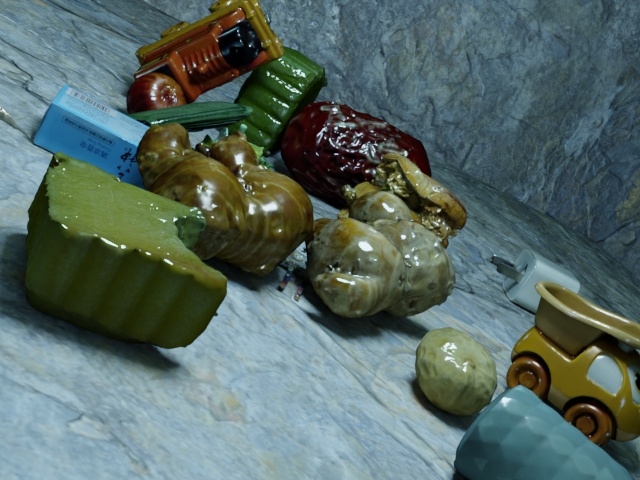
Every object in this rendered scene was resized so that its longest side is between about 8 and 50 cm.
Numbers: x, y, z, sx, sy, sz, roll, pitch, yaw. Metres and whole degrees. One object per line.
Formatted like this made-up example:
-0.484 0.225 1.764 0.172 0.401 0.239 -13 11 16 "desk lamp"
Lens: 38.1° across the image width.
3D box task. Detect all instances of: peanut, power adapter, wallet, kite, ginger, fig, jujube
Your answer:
0.208 0.200 1.421 0.140 0.109 0.159 30 13 0 "peanut"
0.519 0.097 2.314 0.205 0.125 0.130 27 16 -9 "power adapter"
-0.269 -0.232 1.787 0.236 0.055 0.160 -17 14 -39 "wallet"
-0.050 0.047 1.603 0.141 0.015 0.245 30 15 0 "kite"
-0.148 -0.063 1.476 0.357 0.152 0.274 10 30 -45 "ginger"
-0.352 -0.284 1.906 0.150 0.128 0.128 6 11 12 "fig"
0.088 0.040 1.594 0.256 0.176 0.375 45 28 12 "ginger"
0.093 -0.193 2.215 0.376 0.258 0.258 28 15 -27 "jujube"

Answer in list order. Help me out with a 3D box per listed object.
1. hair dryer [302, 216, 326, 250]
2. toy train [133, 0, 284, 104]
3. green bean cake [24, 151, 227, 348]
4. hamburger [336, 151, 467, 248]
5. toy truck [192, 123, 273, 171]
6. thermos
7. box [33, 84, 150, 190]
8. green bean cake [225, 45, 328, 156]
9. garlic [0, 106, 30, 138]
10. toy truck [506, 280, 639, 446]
0.000 0.000 1.803 0.071 0.047 0.150 35 22 13 "hair dryer"
-0.271 -0.407 2.091 0.163 0.369 0.232 58 25 -25 "toy train"
-0.240 0.018 1.120 0.233 0.124 0.236 23 17 -24 "green bean cake"
0.168 -0.060 1.986 0.260 0.211 0.245 34 7 -8 "hamburger"
-0.157 -0.132 1.742 0.128 0.135 0.259 20 22 -33 "toy truck"
0.318 0.331 1.189 0.286 0.145 0.182 40 -16 24 "thermos"
-0.354 -0.164 1.570 0.232 0.083 0.142 28 15 -16 "box"
-0.112 -0.349 2.297 0.156 0.250 0.247 32 16 3 "green bean cake"
-0.540 -0.231 1.430 0.198 0.090 0.128 35 2 31 "garlic"
0.468 0.224 1.654 0.288 0.212 0.204 35 17 30 "toy truck"
